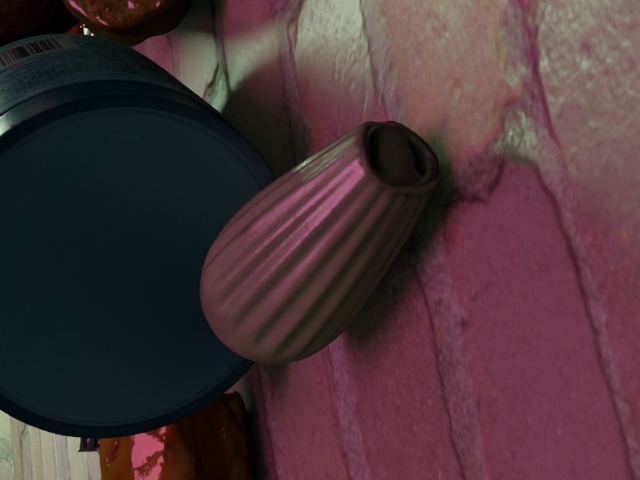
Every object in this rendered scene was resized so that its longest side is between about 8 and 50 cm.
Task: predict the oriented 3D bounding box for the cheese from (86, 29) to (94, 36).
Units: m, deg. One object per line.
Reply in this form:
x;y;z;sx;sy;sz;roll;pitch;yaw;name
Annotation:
-0.324;-0.303;1.731;0.135;0.052;0.245;-133;49;-58;cheese

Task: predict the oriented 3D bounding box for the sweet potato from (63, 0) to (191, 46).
-0.237;-0.312;1.400;0.369;0.157;0.158;-143;53;-75;sweet potato

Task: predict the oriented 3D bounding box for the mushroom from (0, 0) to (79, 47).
-0.475;-0.427;1.628;0.334;0.331;0.356;32;138;20;mushroom

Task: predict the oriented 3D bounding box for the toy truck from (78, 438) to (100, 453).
-0.298;0.131;1.609;0.184;0.132;0.339;112;152;-64;toy truck

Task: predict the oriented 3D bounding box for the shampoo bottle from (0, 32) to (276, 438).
-0.234;-0.027;1.164;0.342;0.331;0.331;-135;48;-61;shampoo bottle

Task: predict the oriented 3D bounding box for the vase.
0.000;0.000;0.875;0.248;0.128;0.128;-47;48;48;vase

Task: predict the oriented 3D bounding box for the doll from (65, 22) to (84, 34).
-0.420;-0.450;1.916;0.384;0.099;0.188;110;150;-49;doll

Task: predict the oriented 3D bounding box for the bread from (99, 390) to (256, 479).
-0.141;0.324;1.202;0.195;0.148;0.344;130;133;-60;bread
